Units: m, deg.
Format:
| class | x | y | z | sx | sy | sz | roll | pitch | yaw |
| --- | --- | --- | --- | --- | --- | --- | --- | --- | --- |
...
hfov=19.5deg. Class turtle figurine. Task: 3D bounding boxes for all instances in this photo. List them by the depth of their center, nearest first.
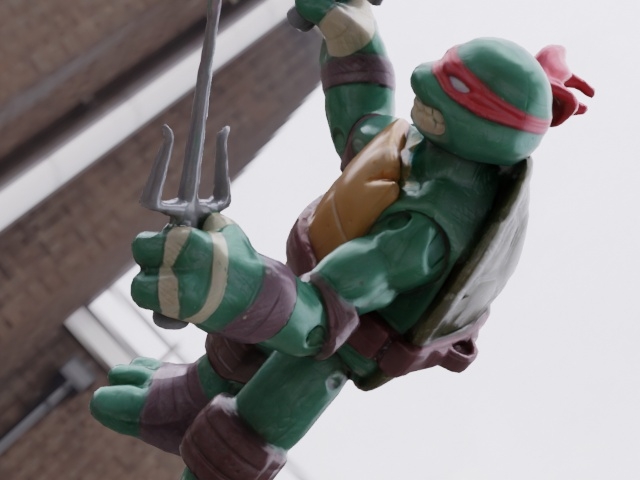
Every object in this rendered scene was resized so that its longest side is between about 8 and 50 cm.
| class | x | y | z | sx | sy | sz | roll | pitch | yaw |
| --- | --- | --- | --- | --- | --- | --- | --- | --- | --- |
| turtle figurine | 0.000 | 0.000 | 0.572 | 0.118 | 0.175 | 0.234 | 33 | -61 | 2 |
